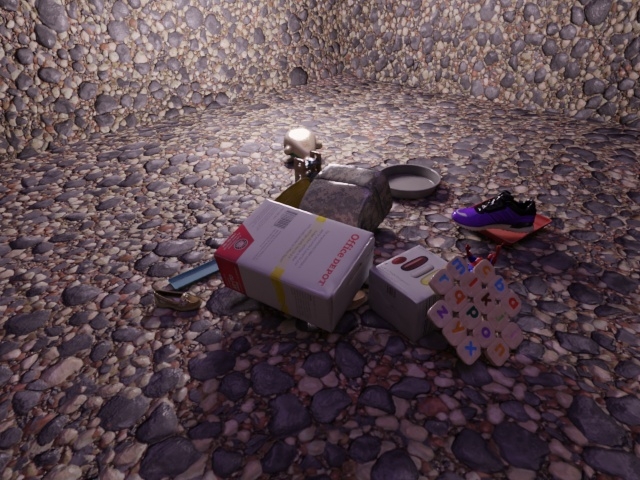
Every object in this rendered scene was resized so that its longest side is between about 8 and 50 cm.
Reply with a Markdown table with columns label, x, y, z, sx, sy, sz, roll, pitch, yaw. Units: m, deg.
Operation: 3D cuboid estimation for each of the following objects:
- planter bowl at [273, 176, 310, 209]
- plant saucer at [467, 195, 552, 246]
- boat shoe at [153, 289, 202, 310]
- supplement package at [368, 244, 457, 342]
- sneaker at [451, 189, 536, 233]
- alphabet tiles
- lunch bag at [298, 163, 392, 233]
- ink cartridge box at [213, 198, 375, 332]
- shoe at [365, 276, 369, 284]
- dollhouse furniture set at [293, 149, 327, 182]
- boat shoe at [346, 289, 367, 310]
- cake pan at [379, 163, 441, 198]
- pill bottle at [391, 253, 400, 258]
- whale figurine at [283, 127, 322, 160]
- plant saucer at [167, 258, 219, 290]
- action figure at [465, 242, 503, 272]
| label | x | y | z | sx | sy | sz | roll | pitch | yaw |
| --- | --- | --- | --- | --- | --- | --- | --- | --- | --- |
| planter bowl | -0.101 | -0.151 | 1.753 | 0.090 | 0.217 | 0.217 | 50 | 50 | 6 |
| plant saucer | 0.697 | -0.071 | 1.667 | 0.258 | 0.048 | 0.259 | -22 | 39 | -28 |
| boat shoe | -0.442 | 0.180 | 1.340 | 0.152 | 0.048 | 0.056 | 5 | 34 | 11 |
| supplement package | 0.278 | 0.147 | 1.259 | 0.203 | 0.150 | 0.194 | -23 | 38 | -28 |
| sneaker | 0.626 | -0.116 | 1.562 | 0.292 | 0.146 | 0.102 | 3 | 33 | 7 |
| alphabet tiles | 0.413 | 0.183 | 1.151 | 0.277 | 0.021 | 0.284 | -35 | 83 | -29 |
| lunch bag | 0.087 | -0.132 | 1.648 | 0.304 | 0.213 | 0.256 | 17 | 54 | 31 |
| ink cartridge box | -0.069 | 0.062 | 1.282 | 0.384 | 0.161 | 0.279 | 19 | 48 | 23 |
| shoe | 0.108 | 0.093 | 1.432 | 0.058 | 0.077 | 0.219 | -33 | 33 | -10 |
| dollhouse furniture set | -0.012 | -0.328 | 2.029 | 0.183 | 0.129 | 0.129 | 22 | 40 | 32 |
| boat shoe | 0.063 | 0.175 | 1.309 | 0.169 | 0.059 | 0.063 | -13 | 35 | -16 |
| cake pan | 0.400 | -0.271 | 1.987 | 0.292 | 0.054 | 0.293 | -1 | 33 | 1 |
| pill bottle | 0.259 | 0.083 | 1.455 | 0.043 | 0.044 | 0.083 | 2 | 33 | 7 |
| whale figurine | -0.090 | -0.466 | 2.277 | 0.216 | 0.141 | 0.272 | -16 | 60 | -20 |
| plant saucer | -0.415 | 0.114 | 1.470 | 0.191 | 0.018 | 0.067 | -25 | 39 | -32 |
| action figure | 0.476 | 0.072 | 1.384 | 0.280 | 0.139 | 0.091 | -20 | 38 | -29 |
